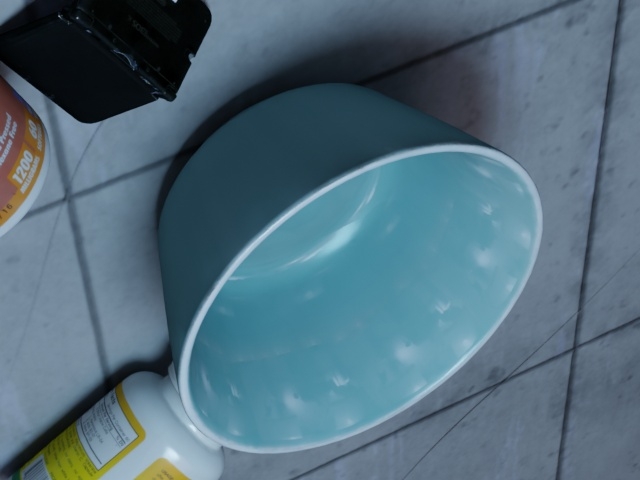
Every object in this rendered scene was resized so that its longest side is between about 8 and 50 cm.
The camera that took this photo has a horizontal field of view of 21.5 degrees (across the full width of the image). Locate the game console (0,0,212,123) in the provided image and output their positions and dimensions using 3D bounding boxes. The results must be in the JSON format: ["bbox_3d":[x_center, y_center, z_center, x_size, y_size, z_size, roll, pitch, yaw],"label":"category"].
[{"bbox_3d":[-0.149,-0.145,1.153,0.122,0.071,0.107,40,71,-53],"label":"game console"}]

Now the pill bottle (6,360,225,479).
[{"bbox_3d":[-0.156,0.185,1.420,0.208,0.117,0.117,-41,143,6],"label":"pill bottle"}]

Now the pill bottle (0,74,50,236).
[{"bbox_3d":[-0.267,-0.089,1.028,0.121,0.121,0.216,-37,144,1],"label":"pill bottle"}]

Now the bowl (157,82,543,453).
[{"bbox_3d":[0.000,0.000,1.302,0.311,0.163,0.311,-21,141,-18],"label":"bowl"}]
